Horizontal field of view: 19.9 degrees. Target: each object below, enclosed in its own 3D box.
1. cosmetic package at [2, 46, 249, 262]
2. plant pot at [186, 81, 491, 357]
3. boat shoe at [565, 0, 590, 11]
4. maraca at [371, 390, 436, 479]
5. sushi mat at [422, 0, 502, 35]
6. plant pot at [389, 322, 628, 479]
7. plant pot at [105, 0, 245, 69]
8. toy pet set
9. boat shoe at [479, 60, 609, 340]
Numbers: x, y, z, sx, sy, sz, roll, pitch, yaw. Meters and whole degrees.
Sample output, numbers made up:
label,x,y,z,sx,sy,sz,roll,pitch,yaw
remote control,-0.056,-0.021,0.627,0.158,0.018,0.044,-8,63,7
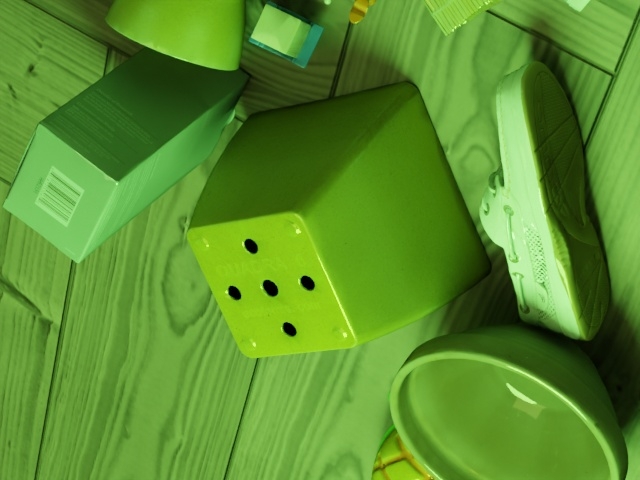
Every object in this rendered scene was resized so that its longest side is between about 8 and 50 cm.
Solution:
label,x,y,z,sx,sy,sz,roll,pitch,yaw
cosmetic package,-0.183,-0.097,1.760,0.107,0.238,0.127,36,131,6
plant pot,0.000,0.000,1.730,0.212,0.187,0.212,-8,115,39
boat shoe,0.236,-0.265,1.476,0.063,0.066,0.184,40,144,5
maraca,0.109,0.231,1.879,0.127,0.099,0.186,10,100,33
sushi mat,0.061,-0.328,1.557,0.316,0.019,0.151,55,151,-8
plant pot,0.194,0.157,1.742,0.237,0.110,0.237,23,142,19
plant pot,-0.124,-0.230,1.717,0.134,0.134,0.095,26,105,18
toy pet set,-0.009,-0.220,1.692,0.122,0.065,0.114,27,97,14
boat shoe,0.185,-0.030,1.642,0.096,0.098,0.277,4,123,32
